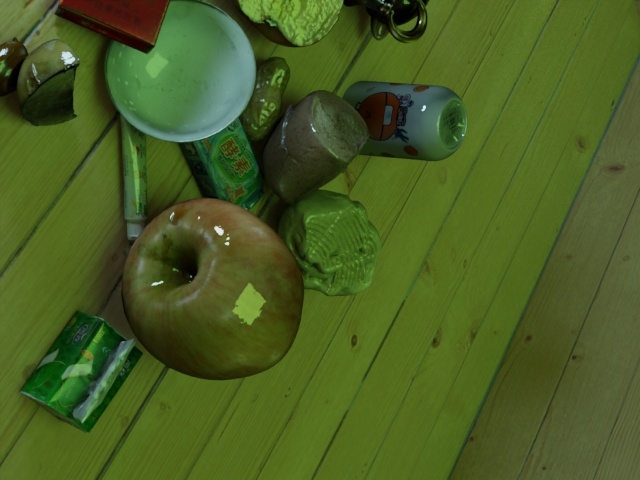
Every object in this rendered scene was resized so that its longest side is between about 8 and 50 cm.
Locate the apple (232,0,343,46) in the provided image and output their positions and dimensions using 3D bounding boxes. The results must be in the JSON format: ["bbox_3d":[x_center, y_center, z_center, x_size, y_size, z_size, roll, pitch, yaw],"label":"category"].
[{"bbox_3d":[-0.105,-0.597,2.003,0.293,0.163,0.251,36,81,-34],"label":"apple"}]

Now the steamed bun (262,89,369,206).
[{"bbox_3d":[-0.032,-0.246,2.094,0.199,0.251,0.301,52,28,-14],"label":"steamed bun"}]

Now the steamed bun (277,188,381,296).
[{"bbox_3d":[0.001,-0.003,2.248,0.289,0.203,0.276,7,102,-36],"label":"steamed bun"}]

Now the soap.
[{"bbox_3d":[-0.233,-0.190,2.015,0.156,0.077,0.293,-48,131,-31],"label":"soap"}]

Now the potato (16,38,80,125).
[{"bbox_3d":[-0.528,-0.302,1.589,0.120,0.261,0.100,-25,85,-23],"label":"potato"}]

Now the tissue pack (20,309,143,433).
[{"bbox_3d":[-0.484,0.282,1.777,0.209,0.156,0.148,-59,139,-23],"label":"tissue pack"}]

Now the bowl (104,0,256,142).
[{"bbox_3d":[-0.298,-0.350,1.821,0.313,0.146,0.314,1,85,-8],"label":"bowl"}]

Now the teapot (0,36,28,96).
[{"bbox_3d":[-0.594,-0.327,1.572,0.098,0.078,0.129,114,2,-56],"label":"teapot"}]

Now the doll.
[{"bbox_3d":[0.144,-0.697,2.232,0.339,0.209,0.318,31,60,-41],"label":"doll"}]

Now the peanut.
[{"bbox_3d":[-0.135,-0.347,2.070,0.095,0.108,0.226,29,75,-44],"label":"peanut"}]

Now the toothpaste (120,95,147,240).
[{"bbox_3d":[-0.405,-0.158,1.845,0.055,0.058,0.315,-1,97,-8],"label":"toothpaste"}]

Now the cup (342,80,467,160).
[{"bbox_3d":[0.236,-0.331,2.344,0.212,0.317,0.212,-15,110,-48],"label":"cup"}]

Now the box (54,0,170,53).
[{"bbox_3d":[-0.382,-0.561,1.690,0.197,0.089,0.313,20,83,-21],"label":"box"}]

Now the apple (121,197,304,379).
[{"bbox_3d":[-0.220,0.114,1.831,0.346,0.391,0.392,36,72,-54],"label":"apple"}]
